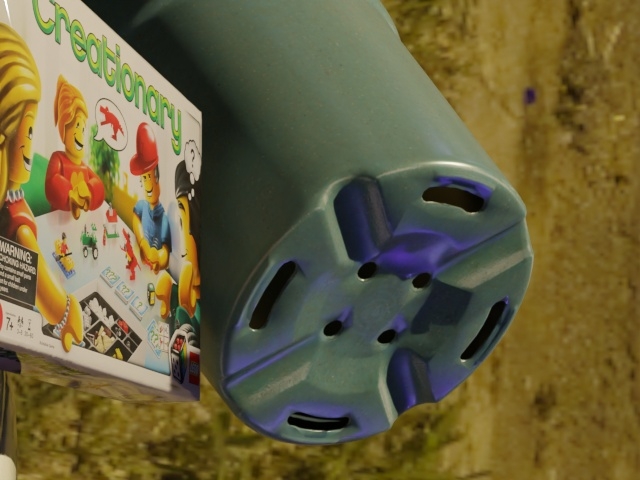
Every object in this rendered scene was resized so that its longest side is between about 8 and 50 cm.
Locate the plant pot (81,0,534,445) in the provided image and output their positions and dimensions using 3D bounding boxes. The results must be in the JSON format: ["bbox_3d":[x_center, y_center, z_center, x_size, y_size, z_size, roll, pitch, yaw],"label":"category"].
[{"bbox_3d":[-0.026,-0.042,1.102,0.341,0.334,0.341,-18,133,-20],"label":"plant pot"}]

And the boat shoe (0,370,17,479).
[{"bbox_3d":[-0.246,0.107,0.921,0.091,0.305,0.109,-1,109,-14],"label":"boat shoe"}]

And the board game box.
[{"bbox_3d":[-0.135,-0.021,0.771,0.305,0.053,0.193,40,47,-72],"label":"board game box"}]
